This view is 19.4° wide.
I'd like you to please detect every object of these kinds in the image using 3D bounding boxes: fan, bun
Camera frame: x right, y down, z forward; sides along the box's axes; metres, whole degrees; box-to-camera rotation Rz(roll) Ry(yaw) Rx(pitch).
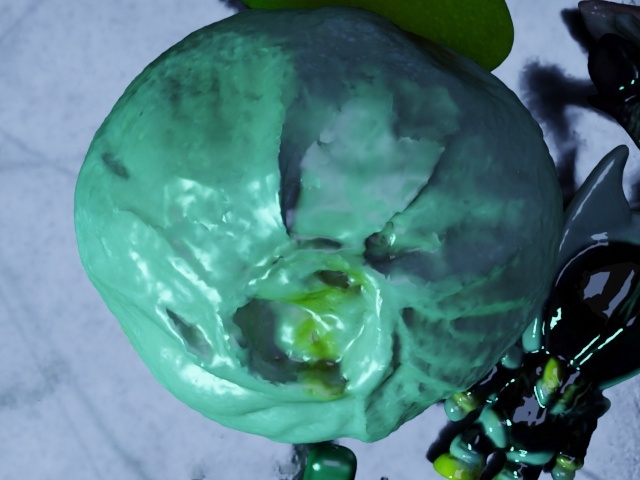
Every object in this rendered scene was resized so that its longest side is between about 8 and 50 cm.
[{"bbox_3d":[0.001,0.214,1.462,0.082,0.039,0.155,9,130,-4],"label":"fan"},{"bbox_3d":[0.000,0.000,1.370,0.362,0.211,0.362,0,115,1],"label":"bun"}]

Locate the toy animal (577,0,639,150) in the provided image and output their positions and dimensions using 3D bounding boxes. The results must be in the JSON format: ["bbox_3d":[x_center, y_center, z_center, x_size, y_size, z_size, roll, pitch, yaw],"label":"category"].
[{"bbox_3d":[0.315,-0.102,1.473,0.324,0.195,0.090,15,126,-32],"label":"toy animal"}]

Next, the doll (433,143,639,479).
[{"bbox_3d":[0.213,0.078,1.478,0.145,0.103,0.316,35,97,8],"label":"doll"}]

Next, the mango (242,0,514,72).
[{"bbox_3d":[0.010,-0.247,1.428,0.343,0.156,0.192,42,99,-8],"label":"mango"}]
